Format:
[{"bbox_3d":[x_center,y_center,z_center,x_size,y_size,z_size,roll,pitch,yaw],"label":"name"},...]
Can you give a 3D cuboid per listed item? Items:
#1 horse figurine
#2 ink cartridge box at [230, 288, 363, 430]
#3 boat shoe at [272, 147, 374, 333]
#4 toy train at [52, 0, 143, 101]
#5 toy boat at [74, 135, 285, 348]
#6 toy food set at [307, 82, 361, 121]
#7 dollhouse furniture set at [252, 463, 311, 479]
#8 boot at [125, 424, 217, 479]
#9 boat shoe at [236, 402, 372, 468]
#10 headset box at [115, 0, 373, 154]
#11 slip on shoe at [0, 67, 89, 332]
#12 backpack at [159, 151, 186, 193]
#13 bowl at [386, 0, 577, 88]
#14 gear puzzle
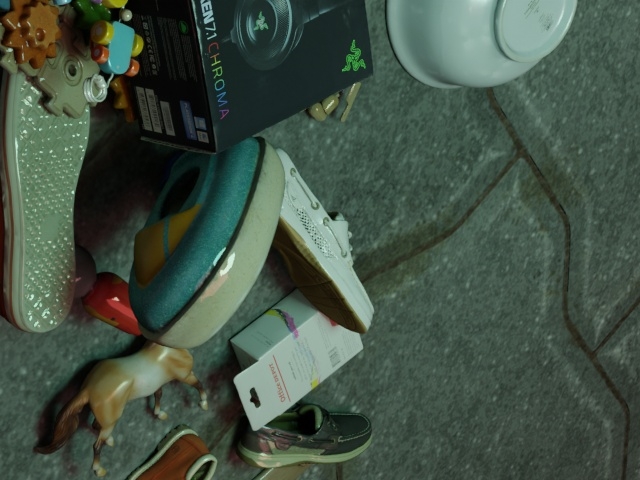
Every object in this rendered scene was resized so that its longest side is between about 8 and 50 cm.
[{"bbox_3d":[-0.233,0.186,1.956,0.263,0.066,0.174,-29,136,-30],"label":"horse figurine"},{"bbox_3d":[-0.046,0.151,2.103,0.198,0.067,0.115,-37,133,-22],"label":"ink cartridge box"},{"bbox_3d":[0.000,0.000,2.001,0.096,0.098,0.277,-49,120,-26],"label":"boat shoe"},{"bbox_3d":[-0.244,-0.231,1.604,0.125,0.046,0.166,-40,126,-43],"label":"toy train"},{"bbox_3d":[-0.183,0.014,1.740,0.148,0.318,0.267,36,48,-24],"label":"toy boat"},{"bbox_3d":[-0.010,-0.192,1.970,0.122,0.019,0.078,16,102,-38],"label":"toy food set"},{"bbox_3d":[-0.011,0.402,2.221,0.123,0.151,0.144,-40,137,-17],"label":"dollhouse furniture set"},{"bbox_3d":[-0.202,0.324,2.053,0.158,0.084,0.059,-52,139,-3],"label":"boot"},{"bbox_3d":[-0.013,0.266,2.191,0.223,0.080,0.073,-5,122,-36],"label":"boat shoe"},{"bbox_3d":[-0.078,-0.263,1.730,0.283,0.131,0.246,-30,122,-40],"label":"headset box"},{"bbox_3d":[-0.324,-0.067,1.701,0.123,0.101,0.331,-10,108,-53],"label":"slip on shoe"},{"bbox_3d":[-0.127,-0.068,1.874,0.120,0.101,0.098,-21,116,10],"label":"backpack"},{"bbox_3d":[0.237,-0.318,2.034,0.298,0.134,0.298,-21,126,-31],"label":"bowl"},{"bbox_3d":[-0.260,-0.227,1.649,0.339,0.044,0.175,47,51,-46],"label":"gear puzzle"}]
